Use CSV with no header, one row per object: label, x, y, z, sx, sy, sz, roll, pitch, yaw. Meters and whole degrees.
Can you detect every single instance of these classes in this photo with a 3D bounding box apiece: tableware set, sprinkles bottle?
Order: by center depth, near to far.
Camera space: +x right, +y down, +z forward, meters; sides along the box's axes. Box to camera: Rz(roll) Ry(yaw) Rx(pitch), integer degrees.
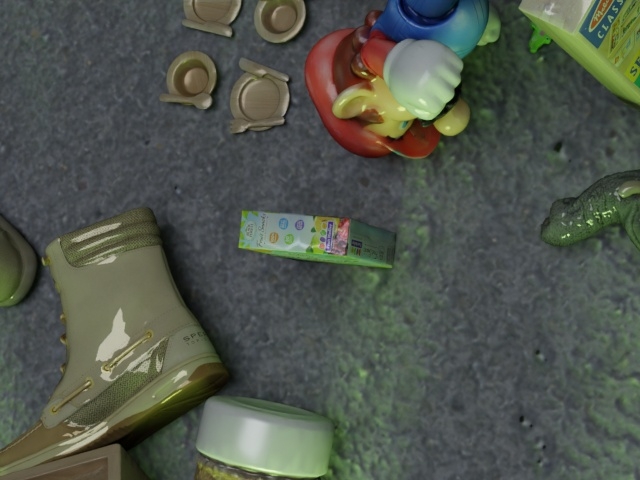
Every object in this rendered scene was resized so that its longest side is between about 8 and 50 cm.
sprinkles bottle,-0.080,0.323,1.087,0.121,0.121,0.356,11,87,20
tableware set,-0.085,-0.191,1.205,0.141,0.020,0.169,12,87,20

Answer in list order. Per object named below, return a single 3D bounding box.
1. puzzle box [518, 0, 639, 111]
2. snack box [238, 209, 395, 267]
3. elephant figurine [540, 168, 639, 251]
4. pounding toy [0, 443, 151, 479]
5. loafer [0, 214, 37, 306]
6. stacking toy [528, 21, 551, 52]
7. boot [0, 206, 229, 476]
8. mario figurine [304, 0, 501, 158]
puzzle box,0.318,-0.305,0.929,0.052,0.272,0.409,34,99,31
snack box,0.000,0.000,1.087,0.100,0.141,0.037,3,86,20
elephant figurine,0.330,-0.030,0.986,0.169,0.186,0.239,28,108,-22
pounding toy,-0.192,0.298,1.084,0.181,0.094,0.206,-17,48,8
loafer,-0.407,-0.032,1.261,0.268,0.092,0.102,35,96,20
stacking toy,0.242,-0.263,1.019,0.052,0.167,0.221,30,94,8
boot,-0.234,0.107,1.184,0.262,0.095,0.204,-32,71,19
mario figurine,0.111,-0.163,1.013,0.198,0.320,0.170,-12,68,-26
